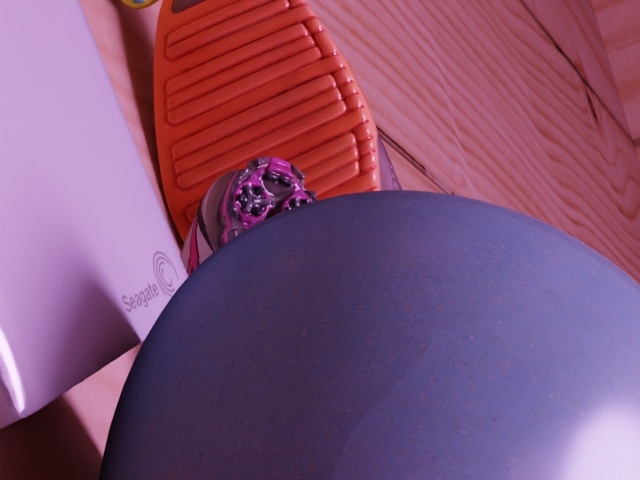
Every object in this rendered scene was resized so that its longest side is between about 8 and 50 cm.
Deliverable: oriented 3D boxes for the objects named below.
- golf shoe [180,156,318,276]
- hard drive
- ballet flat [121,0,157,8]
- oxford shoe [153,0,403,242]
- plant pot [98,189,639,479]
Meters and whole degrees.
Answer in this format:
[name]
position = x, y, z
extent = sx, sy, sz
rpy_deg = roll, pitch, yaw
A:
[golf shoe]
position = -0.049, 0.050, 1.011
extent = 0.067, 0.086, 0.186
rpy_deg = 22, 66, -25
[hard drive]
position = -0.171, -0.104, 0.856
extent = 0.353, 0.047, 0.233
rpy_deg = 69, 17, -4
[ballet flat]
position = -0.106, -0.229, 1.167
extent = 0.231, 0.077, 0.077
rpy_deg = -86, 172, -46
[oxford shoe]
position = 0.000, 0.000, 1.126
extent = 0.133, 0.130, 0.364
rpy_deg = -13, 84, -76
[plant pot]
position = 0.024, 0.149, 0.784
extent = 0.290, 0.290, 0.195
rpy_deg = 65, 22, -15
